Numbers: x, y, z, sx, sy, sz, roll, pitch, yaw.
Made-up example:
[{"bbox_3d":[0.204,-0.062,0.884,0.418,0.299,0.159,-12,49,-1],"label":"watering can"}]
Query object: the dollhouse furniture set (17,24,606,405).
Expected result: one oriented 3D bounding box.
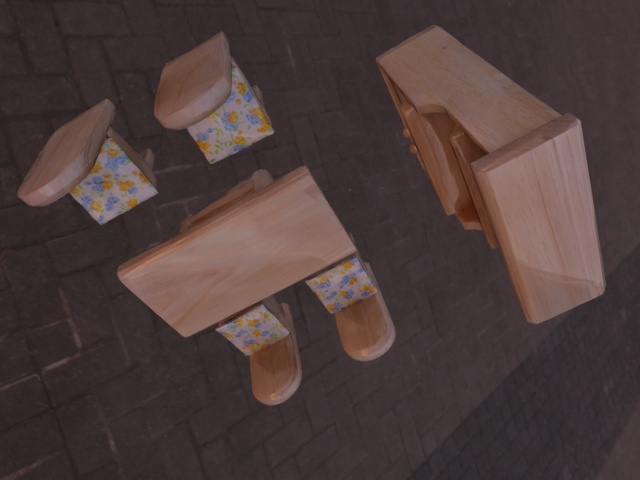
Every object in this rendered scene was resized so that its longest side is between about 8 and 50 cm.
[{"bbox_3d":[0.000,0.000,0.469,0.362,0.394,0.256,56,11,-37],"label":"dollhouse furniture set"}]
